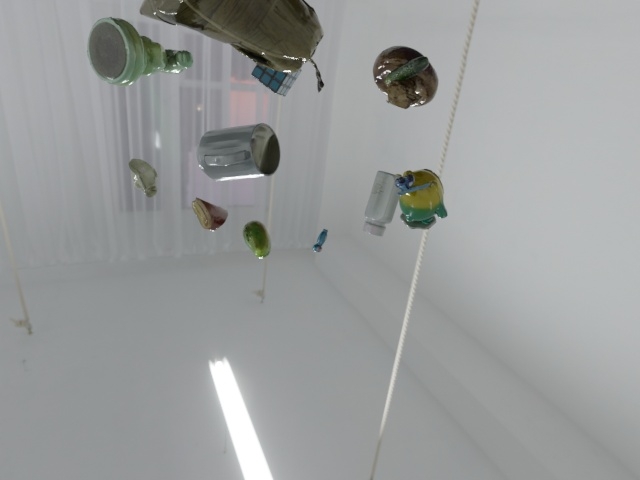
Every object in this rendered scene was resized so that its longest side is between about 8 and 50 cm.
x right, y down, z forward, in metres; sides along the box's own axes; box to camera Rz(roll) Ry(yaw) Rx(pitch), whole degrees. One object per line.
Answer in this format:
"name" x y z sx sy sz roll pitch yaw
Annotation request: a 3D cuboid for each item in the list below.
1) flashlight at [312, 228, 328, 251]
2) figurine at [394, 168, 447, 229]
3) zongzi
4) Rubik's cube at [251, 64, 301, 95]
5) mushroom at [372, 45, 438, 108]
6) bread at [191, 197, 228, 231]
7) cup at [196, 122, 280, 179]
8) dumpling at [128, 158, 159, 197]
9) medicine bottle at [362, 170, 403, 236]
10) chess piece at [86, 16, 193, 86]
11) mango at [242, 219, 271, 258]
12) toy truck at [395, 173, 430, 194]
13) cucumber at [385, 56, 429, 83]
"flashlight" 0.000 0.000 2.129 0.051 0.129 0.051 21 -169 -4
"figurine" 0.517 -0.219 2.197 0.324 0.340 0.231 28 -114 27
"zongzi" -0.241 -0.630 1.273 0.500 0.218 0.467 35 159 -35
"Rubik's cube" -0.213 -0.823 2.058 0.162 0.160 0.163 38 -162 3
"mushroom" 0.413 -0.754 2.059 0.331 0.356 0.334 11 171 -20
"bread" -0.463 -0.103 1.805 0.067 0.119 0.192 -19 161 26
"cup" -0.397 -0.384 1.893 0.327 0.236 0.323 1 -159 27
"dumpling" -0.683 -0.231 1.654 0.100 0.169 0.134 -13 -117 -20
"medicine bottle" 0.292 -0.173 1.995 0.111 0.296 0.161 12 -170 -29
"chess piece" -0.497 -0.533 1.227 0.176 0.175 0.298 16 -159 20
"mango" -0.274 -0.009 1.825 0.111 0.125 0.233 -28 -144 -3
"toy truck" 0.378 -0.239 1.740 0.136 0.074 0.063 -18 -179 -4
"cucumber" 0.379 -0.752 1.875 0.227 0.069 0.069 -12 -174 41
